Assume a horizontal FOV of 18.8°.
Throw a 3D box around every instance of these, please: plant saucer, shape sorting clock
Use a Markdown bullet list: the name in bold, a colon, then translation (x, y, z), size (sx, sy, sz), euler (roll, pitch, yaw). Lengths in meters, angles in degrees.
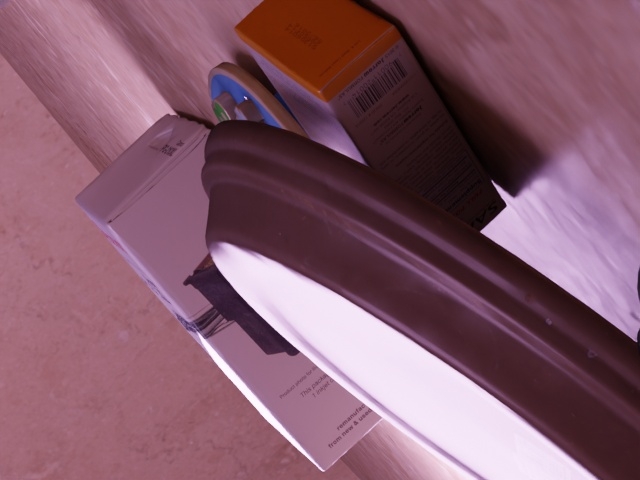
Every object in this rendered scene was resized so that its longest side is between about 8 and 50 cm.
- **plant saucer**: translation (0.061, 0.054, 0.722), size (0.278, 0.041, 0.278), euler (35, 169, 8)
- **shape sorting clock**: translation (0.000, 0.000, 0.987), size (0.206, 0.040, 0.206), euler (55, 174, 9)

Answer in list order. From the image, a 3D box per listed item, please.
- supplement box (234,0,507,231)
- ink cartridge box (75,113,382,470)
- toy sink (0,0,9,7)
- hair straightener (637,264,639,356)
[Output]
- **supplement box**: translation (0.019, -0.043, 0.688), size (0.062, 0.036, 0.098), euler (40, 170, 47)
- **ink cartridge box**: translation (-0.057, 0.032, 1.387), size (0.237, 0.100, 0.172), euler (50, 173, -15)
- **toy sink**: translation (-0.181, -0.160, 0.836), size (0.131, 0.153, 0.234), euler (50, 175, -7)
- **hair straightener**: translation (0.163, 0.089, 0.517), size (0.230, 0.047, 0.089), euler (53, 174, 2)
